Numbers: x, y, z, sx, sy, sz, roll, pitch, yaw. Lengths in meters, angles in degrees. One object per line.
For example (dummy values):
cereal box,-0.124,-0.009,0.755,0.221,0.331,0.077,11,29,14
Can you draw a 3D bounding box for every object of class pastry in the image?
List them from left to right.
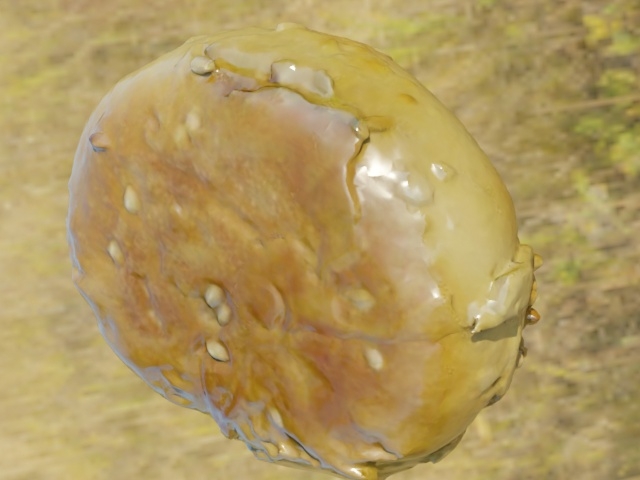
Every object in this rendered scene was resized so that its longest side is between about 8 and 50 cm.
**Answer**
pastry,0.000,0.000,1.062,0.315,0.184,0.284,22,122,26
